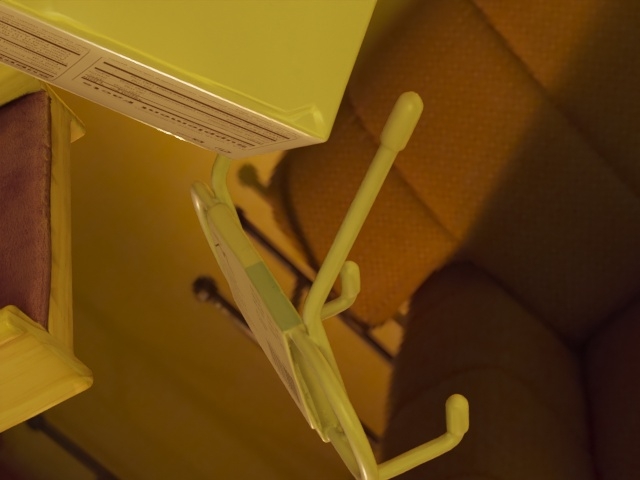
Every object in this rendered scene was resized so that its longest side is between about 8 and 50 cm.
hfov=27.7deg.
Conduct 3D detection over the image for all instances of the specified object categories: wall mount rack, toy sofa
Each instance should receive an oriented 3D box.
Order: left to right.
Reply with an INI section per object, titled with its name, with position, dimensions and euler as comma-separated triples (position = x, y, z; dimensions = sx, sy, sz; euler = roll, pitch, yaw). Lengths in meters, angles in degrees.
[toy sofa]
position = -0.314, -0.016, 1.159
dimensions = 0.150, 0.177, 0.362
euler = -26, 44, 14
[wall mount rack]
position = 0.000, 0.000, 0.956
dimensions = 0.130, 0.304, 0.350
euler = -24, 37, -11

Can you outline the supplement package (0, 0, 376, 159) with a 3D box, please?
[supplement package]
position = -0.066, -0.196, 0.593
dimensions = 0.145, 0.204, 0.261
euler = -2, 67, 70
